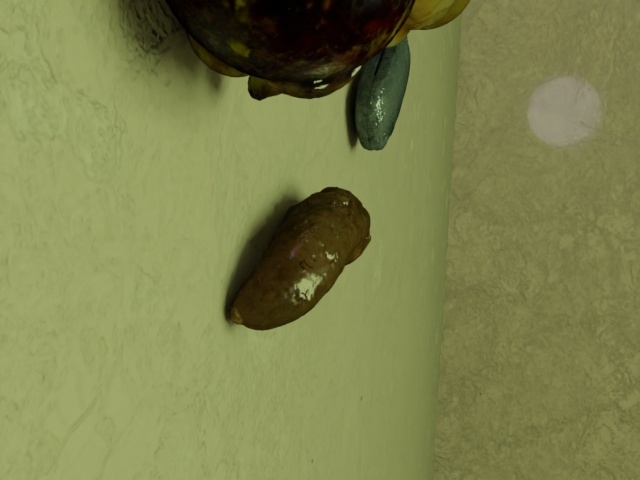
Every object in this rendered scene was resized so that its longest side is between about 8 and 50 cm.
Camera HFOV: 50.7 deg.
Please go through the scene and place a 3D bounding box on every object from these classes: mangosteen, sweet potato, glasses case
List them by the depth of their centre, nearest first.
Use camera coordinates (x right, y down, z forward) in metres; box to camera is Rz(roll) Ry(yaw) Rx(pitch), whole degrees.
[{"bbox_3d":[-0.030,-0.185,0.480,0.217,0.192,0.192,124,-15,-53],"label":"mangosteen"},{"bbox_3d":[0.001,-0.003,0.740,0.114,0.092,0.341,-66,170,19],"label":"sweet potato"},{"bbox_3d":[0.103,-0.253,1.085,0.282,0.067,0.109,-74,162,-44],"label":"glasses case"}]

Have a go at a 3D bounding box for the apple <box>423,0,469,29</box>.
[{"bbox_3d":[0.159,-0.425,1.067,0.155,0.182,0.182,-10,104,-44],"label":"apple"}]

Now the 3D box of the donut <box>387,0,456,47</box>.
[{"bbox_3d":[0.077,-0.440,0.731,0.449,0.198,0.448,5,90,-73],"label":"donut"}]
